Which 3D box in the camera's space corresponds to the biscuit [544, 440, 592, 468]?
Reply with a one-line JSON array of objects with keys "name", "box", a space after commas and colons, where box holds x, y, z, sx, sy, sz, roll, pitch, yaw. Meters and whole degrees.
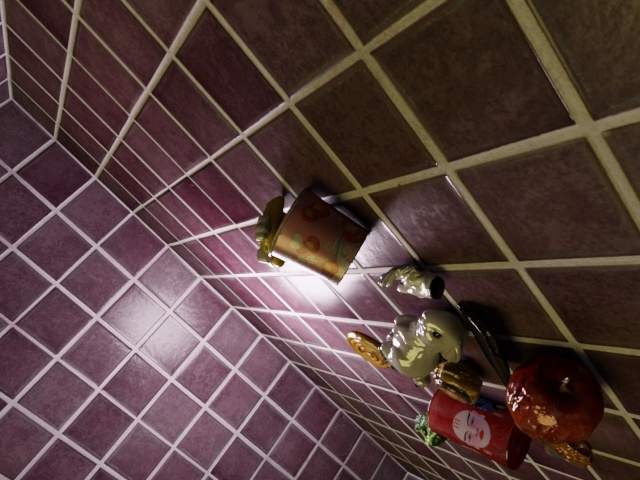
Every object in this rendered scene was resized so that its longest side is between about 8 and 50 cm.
[{"name": "biscuit", "box": [0.900, 0.767, 1.714, 0.183, 0.043, 0.280, 28, 157, 14]}]

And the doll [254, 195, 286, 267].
[{"name": "doll", "box": [-0.145, -0.020, 1.592, 0.111, 0.252, 0.237, -1, 131, 20]}]

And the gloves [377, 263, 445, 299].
[{"name": "gloves", "box": [0.268, 0.122, 1.407, 0.229, 0.097, 0.119, 3, 133, 45]}]

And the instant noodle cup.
[{"name": "instant noodle cup", "box": [0.000, 0.000, 1.413, 0.231, 0.243, 0.243, 31, 155, 4]}]

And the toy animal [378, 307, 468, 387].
[{"name": "toy animal", "box": [0.359, 0.345, 1.577, 0.258, 0.194, 0.357, 48, 148, 4]}]

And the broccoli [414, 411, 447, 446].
[{"name": "broccoli", "box": [0.561, 0.928, 2.321, 0.195, 0.156, 0.195, 4, 164, 1]}]

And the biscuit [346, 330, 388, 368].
[{"name": "biscuit", "box": [0.227, 0.518, 2.206, 0.262, 0.037, 0.262, 31, 153, 17]}]

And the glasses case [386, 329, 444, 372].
[{"name": "glasses case", "box": [0.370, 0.433, 1.828, 0.248, 0.065, 0.087, 32, 152, 15]}]

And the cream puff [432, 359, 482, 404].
[{"name": "cream puff", "box": [0.494, 0.496, 1.692, 0.189, 0.129, 0.189, 28, 161, 11]}]

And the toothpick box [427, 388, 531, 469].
[{"name": "toothpick box", "box": [0.605, 0.704, 1.807, 0.333, 0.204, 0.204, 9, 142, 46]}]

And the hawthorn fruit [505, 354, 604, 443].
[{"name": "hawthorn fruit", "box": [0.626, 0.411, 1.243, 0.241, 0.242, 0.272, 29, 154, 21]}]

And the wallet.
[{"name": "wallet", "box": [0.507, 0.323, 1.410, 0.310, 0.042, 0.165, 56, -176, -30]}]
